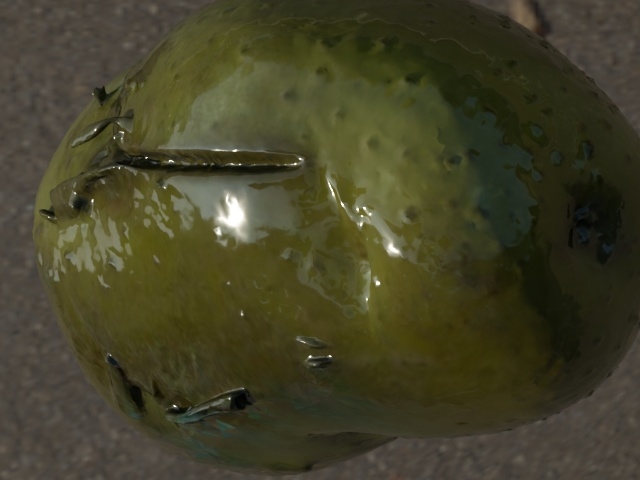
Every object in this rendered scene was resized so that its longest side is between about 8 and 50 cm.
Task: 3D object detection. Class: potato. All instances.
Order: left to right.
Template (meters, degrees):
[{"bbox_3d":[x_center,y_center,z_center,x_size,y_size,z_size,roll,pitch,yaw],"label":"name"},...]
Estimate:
[{"bbox_3d":[0.000,0.000,0.584,0.248,0.169,0.143,-9,59,55],"label":"potato"}]
